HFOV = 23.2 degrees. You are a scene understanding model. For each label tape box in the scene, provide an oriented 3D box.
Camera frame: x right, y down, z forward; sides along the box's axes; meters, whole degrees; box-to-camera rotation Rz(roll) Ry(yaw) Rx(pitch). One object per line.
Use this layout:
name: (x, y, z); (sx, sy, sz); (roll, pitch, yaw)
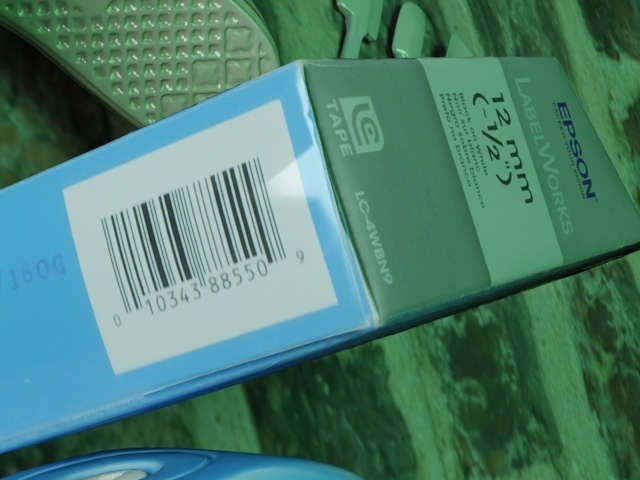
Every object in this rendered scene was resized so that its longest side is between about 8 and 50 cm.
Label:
label tape box: (0.000, 0.000, 0.763); (0.347, 0.249, 0.115); (-14, 85, -57)

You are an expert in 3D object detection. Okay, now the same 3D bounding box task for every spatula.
spatula: (0.059, -0.093, 1.118); (0.168, 0.019, 0.242); (45, 39, -34)

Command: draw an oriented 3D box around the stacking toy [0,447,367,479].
stacking toy: (-0.063, 0.244, 0.652); (0.175, 0.165, 0.302); (-14, 95, -42)

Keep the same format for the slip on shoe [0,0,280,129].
slip on shoe: (-0.152, -0.176, 0.789); (0.331, 0.123, 0.101); (43, 6, -26)
